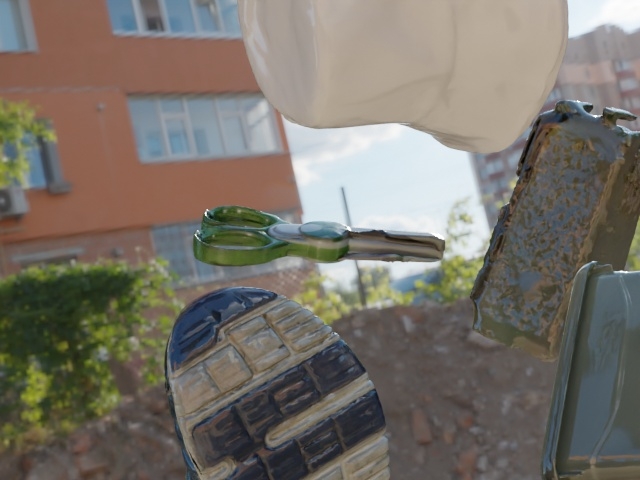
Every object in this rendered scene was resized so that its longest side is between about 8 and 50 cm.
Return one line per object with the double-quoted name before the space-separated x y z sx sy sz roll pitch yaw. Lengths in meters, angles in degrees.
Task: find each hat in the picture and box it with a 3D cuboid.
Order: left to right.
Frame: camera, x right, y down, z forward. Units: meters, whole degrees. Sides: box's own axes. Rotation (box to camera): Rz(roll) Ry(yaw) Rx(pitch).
"hat" 0.030 -0.129 0.577 0.126 0.203 0.203 -18 -3 -22

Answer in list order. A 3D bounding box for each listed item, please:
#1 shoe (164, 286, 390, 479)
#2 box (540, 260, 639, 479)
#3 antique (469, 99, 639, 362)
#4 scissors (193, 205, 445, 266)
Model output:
"shoe" -0.016 0.080 0.339 0.064 0.143 0.071 -29 23 -31
"box" 0.216 0.100 0.646 0.093 0.172 0.124 -15 -44 43
"antique" 0.279 -0.014 1.169 0.125 0.284 0.150 23 15 36
"scissors" 0.000 0.000 0.856 0.204 0.027 0.101 3 23 1
